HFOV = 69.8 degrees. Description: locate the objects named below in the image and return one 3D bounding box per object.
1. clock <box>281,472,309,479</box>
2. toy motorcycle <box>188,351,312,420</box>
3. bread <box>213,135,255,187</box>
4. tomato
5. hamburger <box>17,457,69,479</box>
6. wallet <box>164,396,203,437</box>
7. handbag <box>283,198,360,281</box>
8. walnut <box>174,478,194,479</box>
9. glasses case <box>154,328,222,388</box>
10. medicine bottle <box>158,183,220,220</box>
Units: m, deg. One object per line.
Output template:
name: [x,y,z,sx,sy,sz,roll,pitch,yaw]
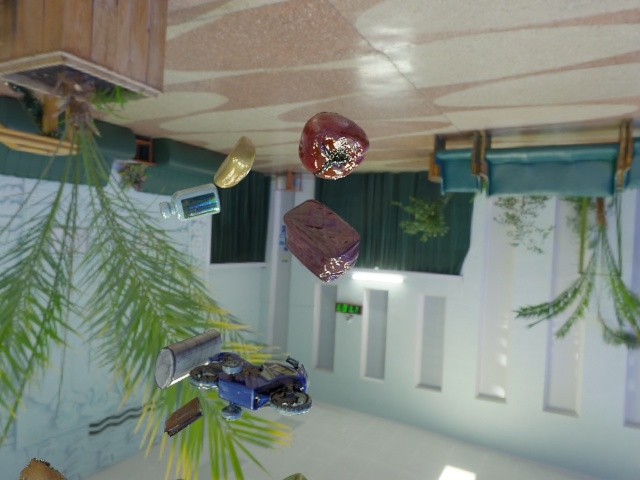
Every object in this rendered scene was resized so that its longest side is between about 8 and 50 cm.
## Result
clock: [-0.151,1.035,1.823,0.232,0.069,0.170,-35,-166,27]
toy motorcycle: [-0.134,0.299,0.979,0.316,0.113,0.169,6,-172,31]
bread: [-0.306,-0.279,1.688,0.098,0.147,0.217,31,143,-20]
tomato: [0.041,-0.275,1.410,0.228,0.227,0.101,3,-138,-9]
hamburger: [-0.747,0.875,1.329,0.287,0.445,0.268,4,-146,28]
wallet: [-0.581,0.749,1.950,0.161,0.041,0.195,-29,-172,-16]
handbag: [0.000,0.000,1.284,0.225,0.135,0.146,39,-121,23]
walnut: [-0.500,0.978,1.602,0.227,0.273,0.273,37,-177,4]
glasses case: [-0.373,0.333,1.326,0.060,0.113,0.299,10,179,11]
medicine bottle: [-0.526,-0.146,1.846,0.229,0.121,0.083,-17,-144,-22]
